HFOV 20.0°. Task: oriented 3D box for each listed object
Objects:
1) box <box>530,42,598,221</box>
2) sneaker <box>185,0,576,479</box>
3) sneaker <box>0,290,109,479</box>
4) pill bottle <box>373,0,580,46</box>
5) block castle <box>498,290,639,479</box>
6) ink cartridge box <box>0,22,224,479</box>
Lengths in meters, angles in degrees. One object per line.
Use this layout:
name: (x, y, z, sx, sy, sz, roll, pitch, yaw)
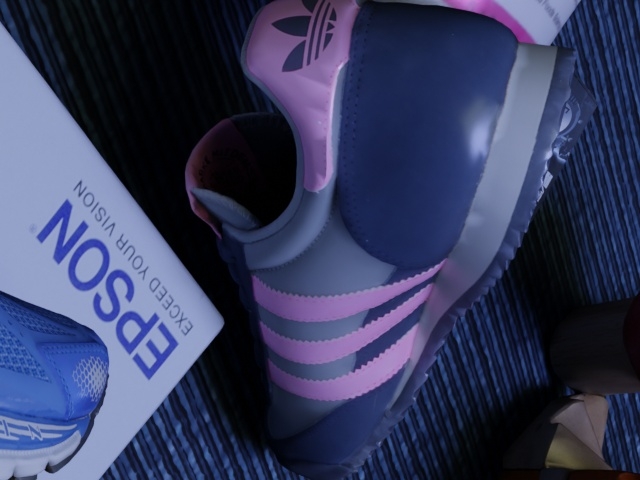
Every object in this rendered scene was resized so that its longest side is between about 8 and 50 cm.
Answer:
box: (0.112, -0.062, 0.991, 0.067, 0.018, 0.083, 46, 69, -41)
sneaker: (0.000, 0.000, 0.788, 0.319, 0.131, 0.112, 115, -8, -54)
sneaker: (-0.175, -0.034, 0.553, 0.330, 0.130, 0.147, 39, 75, -40)
pill bottle: (0.093, -0.214, 0.793, 0.160, 0.160, 0.283, 34, 91, -44)
block castle: (0.258, 0.248, 0.965, 0.303, 0.213, 0.453, 13, 79, -18)
ink cartridge box: (-0.223, 0.043, 0.663, 0.330, 0.071, 0.324, -53, 132, -22)
